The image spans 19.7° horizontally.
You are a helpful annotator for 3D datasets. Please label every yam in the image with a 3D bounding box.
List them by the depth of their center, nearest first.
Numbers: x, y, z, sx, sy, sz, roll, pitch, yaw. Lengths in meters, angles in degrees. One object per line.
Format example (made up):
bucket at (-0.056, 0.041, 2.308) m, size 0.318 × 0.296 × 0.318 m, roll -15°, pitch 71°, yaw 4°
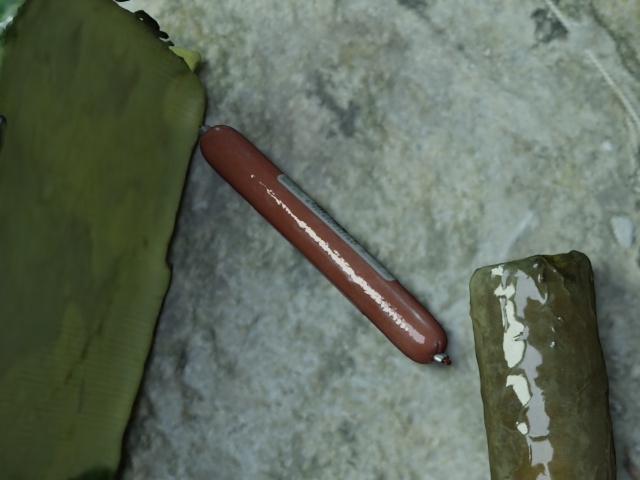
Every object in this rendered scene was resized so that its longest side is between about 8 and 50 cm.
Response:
yam at (0.132, 0.180, 0.993) m, size 0.081 × 0.081 × 0.357 m, roll -11°, pitch 75°, yaw 17°

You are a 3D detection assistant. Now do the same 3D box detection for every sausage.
sausage at (0.000, 0.000, 1.104) m, size 0.223 × 0.029 × 0.029 m, roll 44°, pitch 95°, yaw 22°

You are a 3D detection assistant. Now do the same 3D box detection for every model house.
model house at (-0.246, -0.010, 1.073) m, size 0.266 × 0.261 × 0.321 m, roll 8°, pitch 77°, yaw 23°
